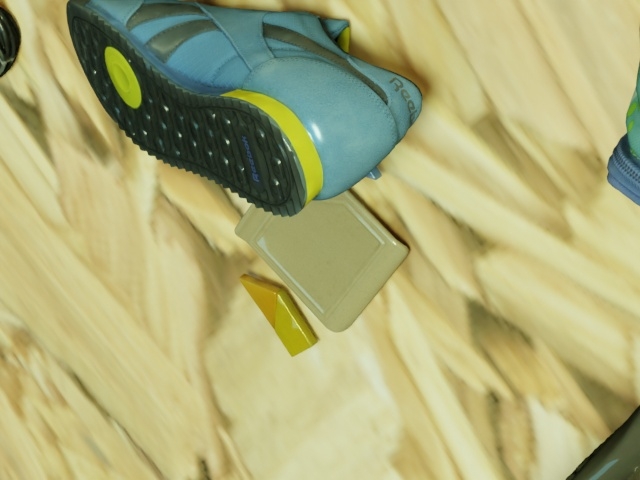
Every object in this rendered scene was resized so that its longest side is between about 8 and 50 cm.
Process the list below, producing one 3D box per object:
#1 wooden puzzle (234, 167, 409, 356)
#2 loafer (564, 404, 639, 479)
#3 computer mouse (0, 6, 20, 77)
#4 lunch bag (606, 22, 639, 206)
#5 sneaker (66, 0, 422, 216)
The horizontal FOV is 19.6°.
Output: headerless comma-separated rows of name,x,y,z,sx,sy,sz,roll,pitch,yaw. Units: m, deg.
wooden puzzle,0.000,0.000,0.868,0.078,0.014,0.116,49,131,3
loafer,0.145,0.109,0.760,0.078,0.080,0.220,44,130,13
computer mouse,-0.152,-0.140,0.900,0.071,0.041,0.242,52,132,5
lunch bag,0.202,-0.050,0.551,0.176,0.219,0.090,20,122,28
sneaker,-0.038,-0.074,0.837,0.209,0.082,0.069,28,143,46
